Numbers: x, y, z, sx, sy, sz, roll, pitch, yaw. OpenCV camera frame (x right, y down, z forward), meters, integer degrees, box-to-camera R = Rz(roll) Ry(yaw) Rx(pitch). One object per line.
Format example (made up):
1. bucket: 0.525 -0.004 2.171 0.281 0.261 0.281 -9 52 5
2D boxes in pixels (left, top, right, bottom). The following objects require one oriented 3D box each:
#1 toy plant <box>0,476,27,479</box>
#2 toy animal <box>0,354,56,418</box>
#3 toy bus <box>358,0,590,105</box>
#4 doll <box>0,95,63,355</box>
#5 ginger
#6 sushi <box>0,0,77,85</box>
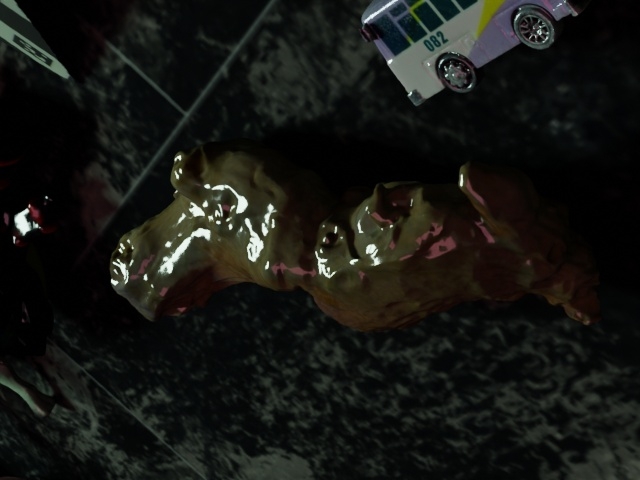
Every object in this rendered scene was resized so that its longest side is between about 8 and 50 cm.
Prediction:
1. toy plant: -0.328 0.307 1.200 0.356 0.317 0.210 25 141 7
2. toy animal: -0.327 0.112 1.152 0.255 0.090 0.170 -1 125 40
3. toy bus: 0.065 -0.100 0.581 0.058 0.052 0.102 50 142 -11
4. doll: -0.228 0.000 0.945 0.127 0.088 0.249 44 141 32
5. ginger: 0.002 0.000 0.742 0.290 0.084 0.122 -1 150 38
6. sushi: -0.270 -0.165 0.713 0.264 0.050 0.290 30 170 14
